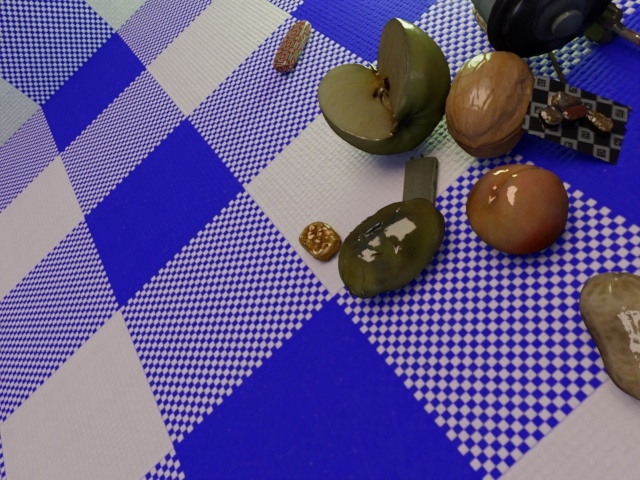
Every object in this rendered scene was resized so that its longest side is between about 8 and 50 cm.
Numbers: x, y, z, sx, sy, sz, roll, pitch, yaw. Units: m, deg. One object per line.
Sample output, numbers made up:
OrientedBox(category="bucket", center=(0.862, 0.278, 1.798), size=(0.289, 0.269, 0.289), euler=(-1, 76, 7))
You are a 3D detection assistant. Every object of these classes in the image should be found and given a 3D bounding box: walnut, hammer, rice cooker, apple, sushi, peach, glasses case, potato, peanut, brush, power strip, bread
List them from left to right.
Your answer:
OrientedBox(category="glasses case", center=(-0.088, -0.605, 1.746), size=(0.073, 0.049, 0.194), euler=(10, 68, 39))
OrientedBox(category="bread", center=(0.000, 0.000, 1.310), size=(0.083, 0.044, 0.111), euler=(-45, 49, -3))
OrientedBox(category="potato", center=(0.142, 0.011, 1.140), size=(0.248, 0.143, 0.169), euler=(-39, 58, 6))
OrientedBox(category="apple", center=(0.165, -0.329, 1.276), size=(0.295, 0.234, 0.257), euler=(-39, 52, 27))
OrientedBox(category="power strip", center=(0.224, -0.123, 1.248), size=(0.076, 0.028, 0.168), euler=(-6, 61, 31))
OrientedBox(category="walnut", center=(0.351, -0.282, 1.150), size=(0.193, 0.193, 0.225), euler=(3, 54, 35))
OrientedBox(category="peach", center=(0.358, -0.059, 1.021), size=(0.184, 0.184, 0.184), euler=(-17, 54, 25))
OrientedBox(category="rice cooker", center=(0.437, -0.527, 1.120), size=(0.265, 0.316, 0.316), euler=(-3, 47, -21))
OrientedBox(category="hammer", center=(0.522, -0.318, 1.177), size=(0.058, 0.029, 0.292), euler=(-19, 51, 20))
OrientedBox(category="sushi", center=(0.500, -0.240, 1.062), size=(0.201, 0.031, 0.139), euler=(20, 73, 2))
OrientedBox(category="brush", center=(0.619, -0.430, 1.145), size=(0.071, 0.084, 0.301), euler=(-36, 50, 8))
OrientedBox(category="peanut", center=(0.481, 0.141, 0.844), size=(0.129, 0.129, 0.224), euler=(-25, 53, 19))

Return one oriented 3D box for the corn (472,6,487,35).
OrientedBox(category="corn", center=(0.434, -0.516, 1.324), size=(0.087, 0.087, 0.210), euler=(-28, 54, 16))
